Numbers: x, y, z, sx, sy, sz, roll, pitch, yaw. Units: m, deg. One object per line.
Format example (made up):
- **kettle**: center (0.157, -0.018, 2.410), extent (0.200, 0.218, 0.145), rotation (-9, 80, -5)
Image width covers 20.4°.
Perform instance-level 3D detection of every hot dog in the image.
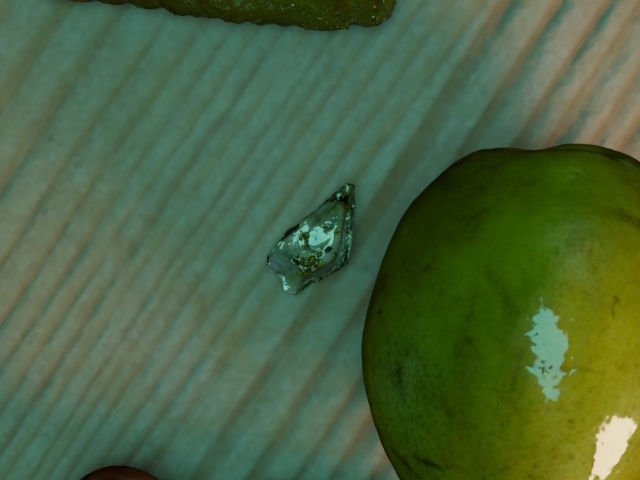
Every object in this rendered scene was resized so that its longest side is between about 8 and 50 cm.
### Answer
- **hot dog**: center (-0.083, -0.206, 1.339), extent (0.289, 0.068, 0.083), rotation (5, 100, 0)

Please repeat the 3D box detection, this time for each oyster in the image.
- **oyster**: center (0.002, 0.002, 1.363), extent (0.093, 0.034, 0.051), rotation (-38, 75, 14)

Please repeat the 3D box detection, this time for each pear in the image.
- **pear**: center (0.154, 0.082, 1.260), extent (0.253, 0.253, 0.307), rotation (5, 102, 1)

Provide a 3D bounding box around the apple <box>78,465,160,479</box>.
- **apple**: center (-0.155, 0.248, 1.327), extent (0.131, 0.146, 0.146), rotation (44, 93, -10)
